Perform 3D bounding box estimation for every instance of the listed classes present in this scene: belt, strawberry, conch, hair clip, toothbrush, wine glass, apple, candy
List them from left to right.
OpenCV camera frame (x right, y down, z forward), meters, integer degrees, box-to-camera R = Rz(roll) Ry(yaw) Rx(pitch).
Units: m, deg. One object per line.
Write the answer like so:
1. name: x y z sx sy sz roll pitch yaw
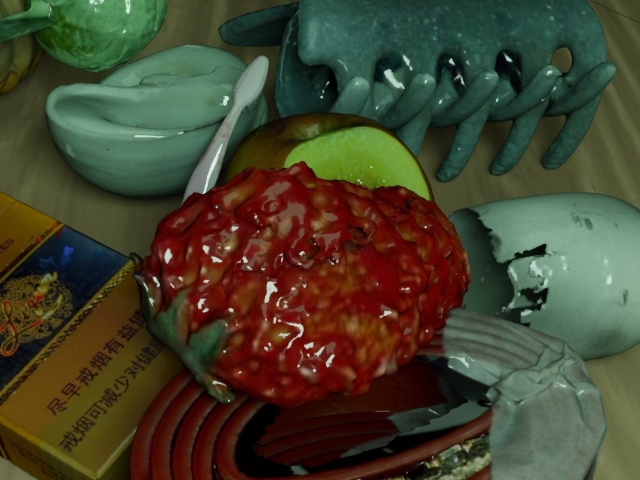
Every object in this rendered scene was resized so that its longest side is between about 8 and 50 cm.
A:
1. candy: -0.281 -0.158 0.914 0.119 0.119 0.440 26 33 23
2. conch: -0.134 -0.099 0.999 0.185 0.121 0.221 -9 15 37
3. toothbrush: -0.100 -0.026 0.890 0.021 0.027 0.269 21 75 16
4. strawberry: 0.000 0.000 0.738 0.236 0.111 0.190 -19 36 -35
5. apple: 0.003 -0.026 0.903 0.146 0.147 0.163 -24 16 -32
6. belt: 0.036 0.144 0.721 0.324 0.115 0.227 -16 41 -31
7. hair clip: 0.099 -0.195 1.070 0.318 0.392 0.238 -8 65 -23
8. wine glass: 0.254 0.021 0.913 0.321 0.143 0.143 -3 37 -14

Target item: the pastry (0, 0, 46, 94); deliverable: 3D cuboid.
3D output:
1. pastry: -0.441 -0.256 1.072 0.409 0.245 0.409 3 37 -3

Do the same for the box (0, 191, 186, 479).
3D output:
1. box: -0.190 0.068 0.798 0.237 0.070 0.152 23 53 23
